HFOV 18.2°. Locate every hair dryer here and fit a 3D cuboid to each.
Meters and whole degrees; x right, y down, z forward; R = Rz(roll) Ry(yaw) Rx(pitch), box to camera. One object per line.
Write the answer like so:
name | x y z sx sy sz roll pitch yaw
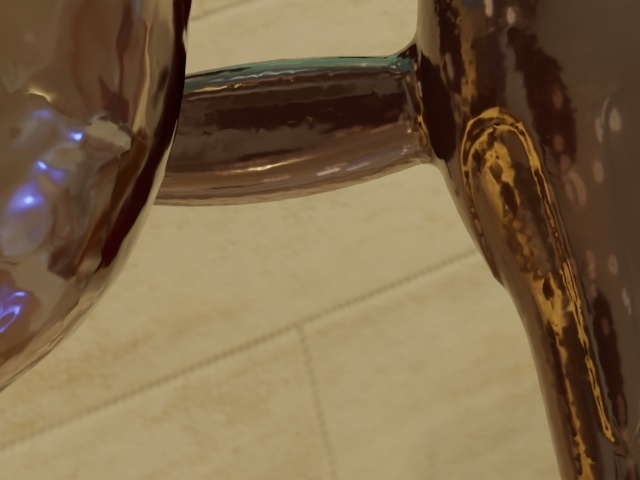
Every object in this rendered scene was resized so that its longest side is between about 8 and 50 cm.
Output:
hair dryer | 0.000 0.000 0.786 0.123 0.340 0.312 30 55 -67

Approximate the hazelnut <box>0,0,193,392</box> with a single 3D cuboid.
hazelnut | -0.132 -0.075 0.366 0.217 0.217 0.251 -30 72 -24
